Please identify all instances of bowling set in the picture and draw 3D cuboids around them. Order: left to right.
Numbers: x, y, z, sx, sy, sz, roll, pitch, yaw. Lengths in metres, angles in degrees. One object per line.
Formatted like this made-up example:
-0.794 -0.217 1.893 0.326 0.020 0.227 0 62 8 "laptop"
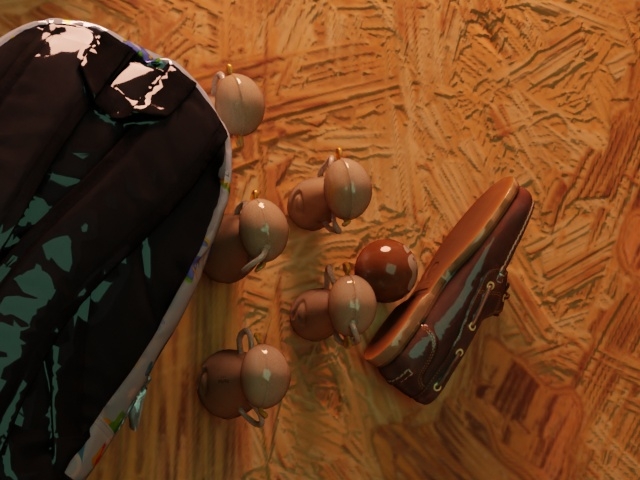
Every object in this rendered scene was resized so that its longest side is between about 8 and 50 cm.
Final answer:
0.000 0.000 1.513 0.199 0.154 0.287 -4 84 -20 "bowling set"

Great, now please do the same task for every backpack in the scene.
-0.223 0.005 1.396 0.290 0.273 0.356 31 84 -1 "backpack"

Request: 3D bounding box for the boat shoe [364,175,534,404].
0.121 0.043 1.597 0.073 0.073 0.207 39 78 -12 "boat shoe"
